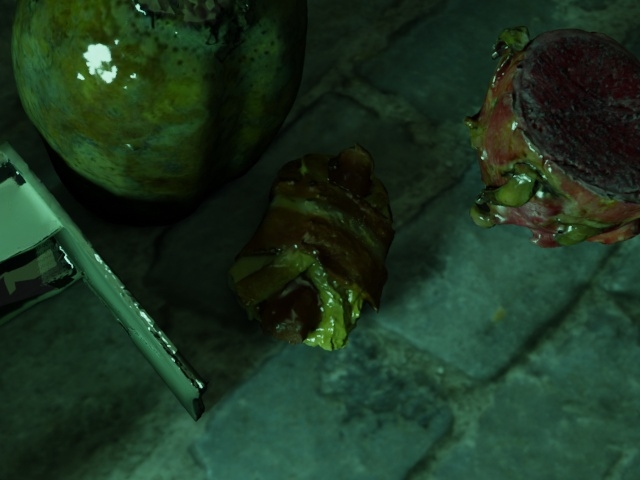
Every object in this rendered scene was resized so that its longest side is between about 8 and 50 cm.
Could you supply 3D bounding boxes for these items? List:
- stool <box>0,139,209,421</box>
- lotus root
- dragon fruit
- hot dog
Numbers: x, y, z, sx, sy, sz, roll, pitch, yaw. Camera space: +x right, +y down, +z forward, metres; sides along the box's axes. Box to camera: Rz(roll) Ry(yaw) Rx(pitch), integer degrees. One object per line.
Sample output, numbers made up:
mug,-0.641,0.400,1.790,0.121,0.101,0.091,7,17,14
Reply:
stool,-0.269,0.107,0.718,0.243,0.170,0.270,-39,82,-18
lotus root,-0.139,-0.158,0.746,0.250,0.346,0.250,4,75,-15
dragon fruit,0.256,-0.083,0.897,0.282,0.147,0.211,47,61,4
hot dog,0.000,0.000,0.835,0.146,0.103,0.213,19,68,-2
